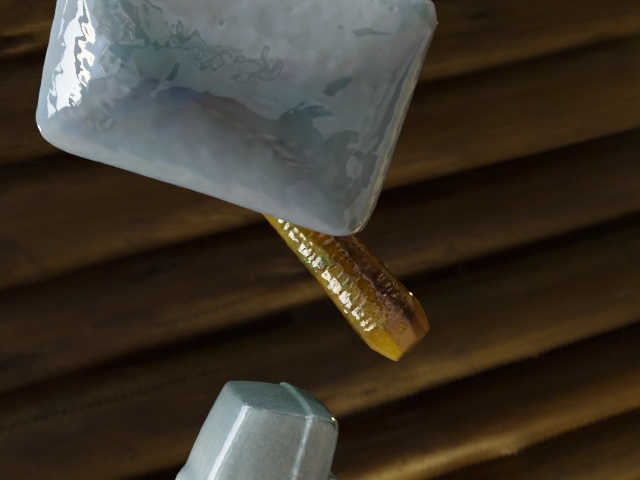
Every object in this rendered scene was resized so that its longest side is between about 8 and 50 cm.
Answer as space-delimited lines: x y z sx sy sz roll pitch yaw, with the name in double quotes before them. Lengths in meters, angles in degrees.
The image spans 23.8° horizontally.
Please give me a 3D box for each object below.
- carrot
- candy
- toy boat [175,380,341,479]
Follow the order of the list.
"carrot" 0.000 0.000 0.914 0.042 0.042 0.171 -39 -99 -13
"candy" -0.044 -0.080 0.722 0.174 0.071 0.138 18 -58 0
"toy boat" -0.038 0.188 0.623 0.085 0.078 0.260 14 -86 -16
